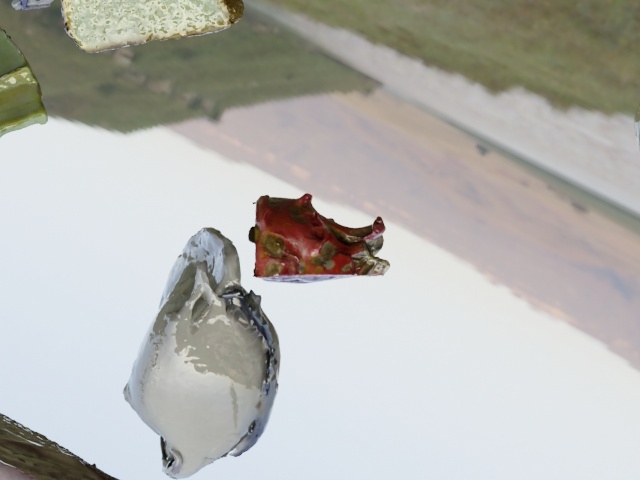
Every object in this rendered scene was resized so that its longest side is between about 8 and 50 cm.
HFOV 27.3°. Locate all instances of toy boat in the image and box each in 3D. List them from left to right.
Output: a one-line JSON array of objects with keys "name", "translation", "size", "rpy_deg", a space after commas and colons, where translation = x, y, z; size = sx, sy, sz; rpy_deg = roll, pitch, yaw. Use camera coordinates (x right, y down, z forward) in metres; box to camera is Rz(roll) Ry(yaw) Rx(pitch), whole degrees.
[{"name": "toy boat", "translation": [-0.437, -0.217, 1.705], "size": [0.276, 0.111, 0.084], "rpy_deg": [45, 158, 52]}]

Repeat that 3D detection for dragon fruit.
[{"name": "dragon fruit", "translation": [0.000, 0.000, 1.979], "size": [0.211, 0.134, 0.262], "rpy_deg": [4, 177, -1]}]

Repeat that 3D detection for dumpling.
[{"name": "dumpling", "translation": [-0.119, 0.122, 1.443], "size": [0.163, 0.293, 0.204], "rpy_deg": [13, -162, 1]}]

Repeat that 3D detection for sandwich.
[{"name": "sandwich", "translation": [-0.182, -0.302, 1.299], "size": [0.186, 0.215, 0.065], "rpy_deg": [-10, -160, 12]}]

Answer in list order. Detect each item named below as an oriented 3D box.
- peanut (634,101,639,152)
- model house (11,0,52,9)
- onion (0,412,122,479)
[{"name": "peanut", "translation": [0.358, -0.046, 1.200], "size": [0.090, 0.098, 0.214], "rpy_deg": [-29, -82, -57]}, {"name": "model house", "translation": [-0.428, -0.390, 1.987], "size": [0.101, 0.100, 0.088], "rpy_deg": [58, -174, 34]}, {"name": "onion", "translation": [-0.238, 0.207, 0.919], "size": [0.348, 0.159, 0.267], "rpy_deg": [27, 176, -8]}]
